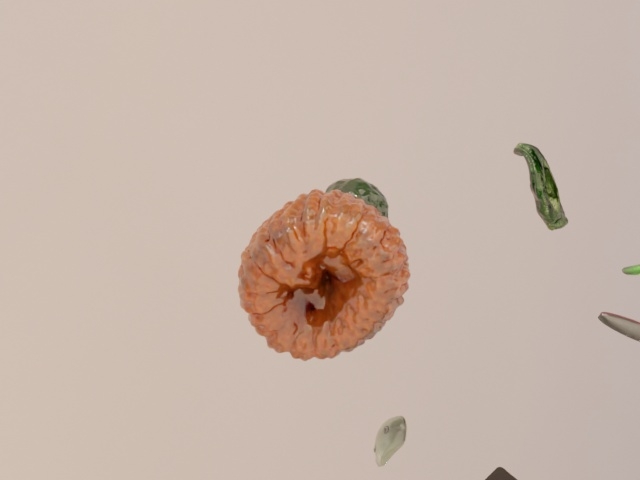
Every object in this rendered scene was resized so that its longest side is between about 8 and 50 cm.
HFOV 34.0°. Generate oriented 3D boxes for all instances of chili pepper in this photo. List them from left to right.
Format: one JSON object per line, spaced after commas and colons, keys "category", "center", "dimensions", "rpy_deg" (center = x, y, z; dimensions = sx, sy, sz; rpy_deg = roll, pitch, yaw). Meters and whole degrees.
{"category": "chili pepper", "center": [0.414, -0.106, 1.973], "dimensions": [0.073, 0.050, 0.182], "rpy_deg": [29, -139, -81]}

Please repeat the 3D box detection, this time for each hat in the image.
{"category": "hat", "center": [0.000, 0.000, 1.799], "dimensions": [0.285, 0.400, 0.285], "rpy_deg": [-1, -61, -2]}

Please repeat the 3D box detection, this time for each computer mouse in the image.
{"category": "computer mouse", "center": [0.106, 0.333, 1.734], "dimensions": [0.032, 0.056, 0.110], "rpy_deg": [14, -48, -19]}

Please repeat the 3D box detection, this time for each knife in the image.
{"category": "knife", "center": [0.487, 0.152, 1.396], "dimensions": [0.035, 0.247, 0.018], "rpy_deg": [-51, -23, -36]}

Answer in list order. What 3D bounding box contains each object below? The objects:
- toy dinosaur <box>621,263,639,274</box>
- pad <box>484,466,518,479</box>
{"category": "toy dinosaur", "center": [0.826, -0.147, 2.117], "dimensions": [0.144, 0.500, 0.374], "rpy_deg": [47, -142, -27]}
{"category": "pad", "center": [0.352, 0.474, 1.852], "dimensions": [0.003, 0.157, 0.112], "rpy_deg": [-43, -12, -45]}
